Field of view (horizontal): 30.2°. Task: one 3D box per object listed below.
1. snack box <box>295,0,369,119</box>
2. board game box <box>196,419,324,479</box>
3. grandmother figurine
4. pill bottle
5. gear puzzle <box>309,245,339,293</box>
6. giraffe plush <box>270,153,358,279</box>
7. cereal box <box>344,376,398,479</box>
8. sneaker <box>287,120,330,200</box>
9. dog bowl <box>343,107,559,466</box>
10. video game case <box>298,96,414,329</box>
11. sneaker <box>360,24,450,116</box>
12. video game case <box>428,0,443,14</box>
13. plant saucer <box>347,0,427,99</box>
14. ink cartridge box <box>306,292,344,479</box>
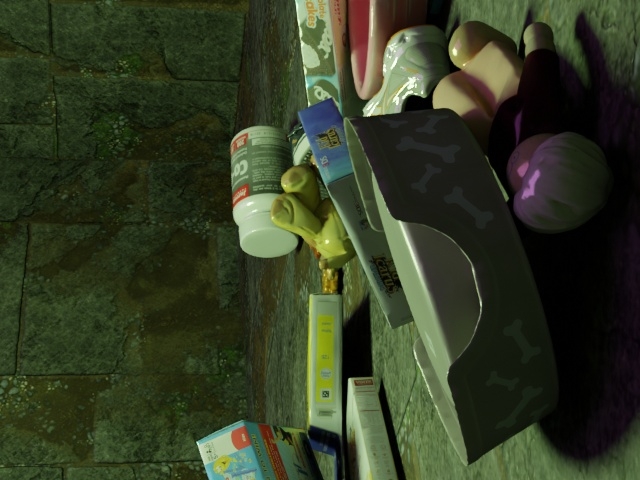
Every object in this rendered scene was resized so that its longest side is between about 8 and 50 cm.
[{"bbox_3d":[0.020,-0.340,1.851,0.187,0.060,0.321,-53,-40,-62],"label":"snack box"},{"bbox_3d":[-0.056,0.451,1.898,0.308,0.086,0.302,69,-168,18],"label":"board game box"},{"bbox_3d":[0.184,-0.095,1.113,0.342,0.104,0.207,-105,9,-67],"label":"grandmother figurine"},{"bbox_3d":[-0.129,-0.115,2.803,0.161,0.161,0.283,106,162,-58],"label":"pill bottle"},{"bbox_3d":[0.000,0.000,2.367,0.339,0.044,0.175,-99,14,-45],"label":"gear puzzle"},{"bbox_3d":[0.024,-0.028,1.986,0.210,0.181,0.170,53,172,12],"label":"giraffe plush"},{"bbox_3d":[0.076,0.355,1.850,0.240,0.047,0.173,-103,13,-53],"label":"cereal box"},{"bbox_3d":[0.004,-0.175,2.111,0.321,0.126,0.127,111,152,-69],"label":"sneaker"},{"bbox_3d":[0.125,0.033,1.133,0.349,0.102,0.348,161,90,-90],"label":"dog bowl"},{"bbox_3d":[0.058,-0.045,1.671,0.269,0.061,0.244,-108,-8,-62],"label":"video game case"},{"bbox_3d":[0.113,-0.150,1.561,0.262,0.099,0.121,100,162,-50],"label":"sneaker"},{"bbox_3d":[0.153,-0.400,1.567,0.119,0.015,0.166,105,163,-57],"label":"video game case"},{"bbox_3d":[0.092,-0.364,1.657,0.332,0.084,0.332,178,90,-87],"label":"plant saucer"},{"bbox_3d":[0.006,0.277,2.088,0.303,0.072,0.307,95,178,-73],"label":"ink cartridge box"}]
